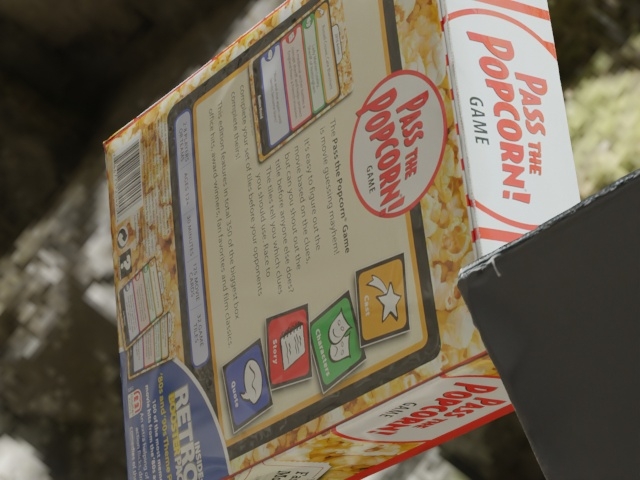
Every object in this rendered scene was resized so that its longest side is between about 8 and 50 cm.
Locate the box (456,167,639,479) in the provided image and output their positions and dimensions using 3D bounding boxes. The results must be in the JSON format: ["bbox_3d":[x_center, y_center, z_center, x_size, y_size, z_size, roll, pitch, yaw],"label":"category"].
[{"bbox_3d":[0.189,-0.004,0.453,0.184,0.261,0.103,-30,-103,43],"label":"box"}]

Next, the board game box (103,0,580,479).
[{"bbox_3d":[0.000,0.000,0.634,0.045,0.146,0.193,9,-26,-35],"label":"board game box"}]
